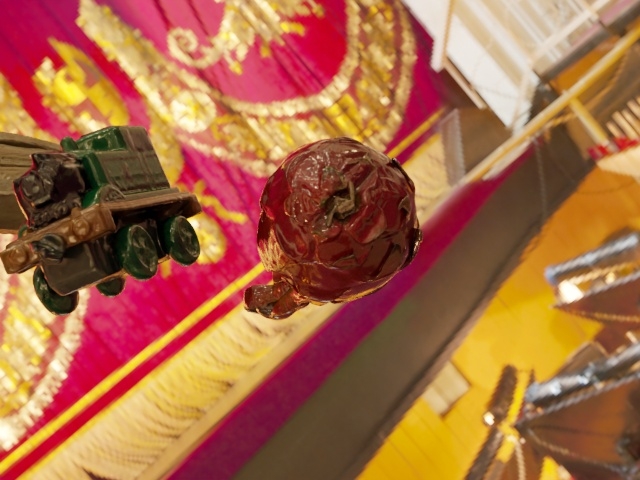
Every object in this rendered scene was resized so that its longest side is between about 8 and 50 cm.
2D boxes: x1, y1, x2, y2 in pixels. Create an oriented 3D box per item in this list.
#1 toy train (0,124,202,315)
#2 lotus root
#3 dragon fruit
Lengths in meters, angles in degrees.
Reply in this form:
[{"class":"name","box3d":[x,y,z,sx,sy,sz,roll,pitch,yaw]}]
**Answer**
[{"class":"toy train","box3d":[-0.172,-0.024,0.766,0.091,0.136,0.228,-22,-2,16]},{"class":"lotus root","box3d":[-0.316,-0.058,1.088,0.143,0.144,0.070,-111,29,-53]},{"class":"dragon fruit","box3d":[0.000,0.000,0.572,0.094,0.094,0.190,-41,-5,-26]}]
